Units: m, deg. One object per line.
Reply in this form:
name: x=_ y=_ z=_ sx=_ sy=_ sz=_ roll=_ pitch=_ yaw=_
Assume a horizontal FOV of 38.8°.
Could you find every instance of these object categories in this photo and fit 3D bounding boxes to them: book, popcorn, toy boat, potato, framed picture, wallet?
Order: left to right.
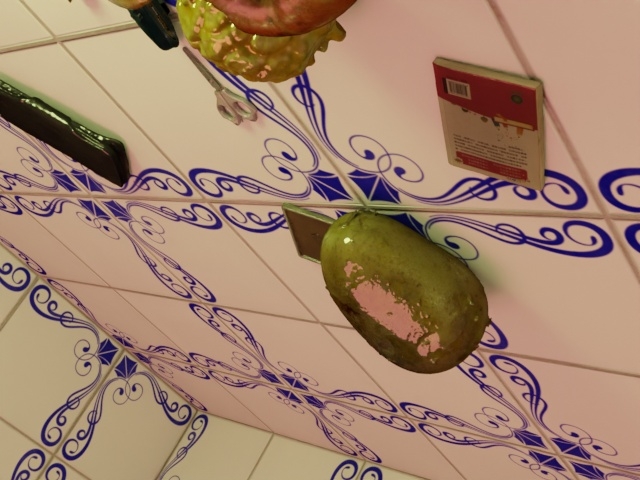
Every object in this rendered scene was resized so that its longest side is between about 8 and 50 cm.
wallet: x=-0.622 y=-0.260 z=2.140 sx=0.377 sy=0.051 sz=0.197 roll=28 pitch=158 yaw=7
toy boat: x=-0.278 y=-0.369 z=1.537 sx=0.055 sy=0.060 sz=0.141 roll=17 pitch=159 yaw=28
popcorn: x=-0.077 y=-0.323 z=1.229 sx=0.235 sy=0.181 sz=0.217 roll=-2 pitch=112 yaw=-8
framed picture: x=0.000 y=0.000 z=1.972 sx=0.150 sy=0.015 sz=0.203 roll=19 pitch=153 yaw=23
potato: x=0.147 y=0.096 z=1.755 sx=0.359 sy=0.219 sz=0.270 roll=40 pitch=146 yaw=-4
book: x=0.254 y=-0.169 z=1.353 sx=0.162 sy=0.022 sz=0.232 roll=20 pitch=154 yaw=27

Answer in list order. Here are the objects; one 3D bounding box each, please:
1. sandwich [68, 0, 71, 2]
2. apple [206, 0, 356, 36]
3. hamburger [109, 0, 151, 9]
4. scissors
sandwich: x=-0.438 y=-0.450 z=1.591 sx=0.044 sy=0.031 sz=0.083 roll=22 pitch=157 yaw=27
apple: x=-0.043 y=-0.367 z=1.056 sx=0.246 sy=0.226 sz=0.246 roll=13 pitch=139 yaw=11
hamburger: x=-0.267 y=-0.430 z=1.331 sx=0.185 sy=0.131 sz=0.159 roll=36 pitch=147 yaw=-27
scissors: x=-0.190 y=-0.281 z=1.657 sx=0.100 sy=0.015 sz=0.189 roll=-1 pitch=139 yaw=47
